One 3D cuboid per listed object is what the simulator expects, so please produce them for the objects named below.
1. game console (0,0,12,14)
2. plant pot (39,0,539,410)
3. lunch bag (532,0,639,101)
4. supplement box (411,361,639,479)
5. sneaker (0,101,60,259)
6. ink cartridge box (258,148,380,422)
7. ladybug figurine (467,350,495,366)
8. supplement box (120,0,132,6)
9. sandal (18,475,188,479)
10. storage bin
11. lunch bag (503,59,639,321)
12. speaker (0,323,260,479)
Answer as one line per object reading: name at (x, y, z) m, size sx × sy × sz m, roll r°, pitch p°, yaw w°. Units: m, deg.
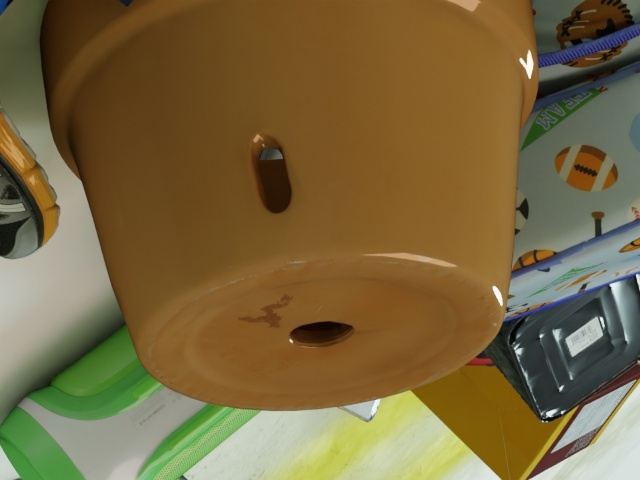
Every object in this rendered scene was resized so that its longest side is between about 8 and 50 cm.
game console at (-0.232, -0.144, 0.657) m, size 0.250 × 0.173 × 0.293 m, roll 39°, pitch 95°, yaw -24°
plant pot at (-0.009, -0.033, 0.911) m, size 0.291 × 0.203 × 0.291 m, roll -5°, pitch 153°, yaw -3°
lunch bag at (0.226, -0.203, 1.154) m, size 0.385 × 0.239 × 0.328 m, roll -36°, pitch 161°, yaw 9°
supplement box at (0.227, 0.145, 1.812) m, size 0.194 × 0.191 × 0.129 m, roll -15°, pitch 142°, yaw -51°
sneaker at (-0.208, -0.051, 0.867) m, size 0.083 × 0.084 × 0.215 m, roll -41°, pitch 147°, yaw -15°
ink cartridge box at (0.000, 0.000, 1.177) m, size 0.224 × 0.045 × 0.223 m, roll 33°, pitch 73°, yaw -50°
ladybug figurine at (0.174, 0.002, 1.516) m, size 0.305 × 0.162 × 0.449 m, roll -50°, pitch 157°, yaw 9°
supplement box at (-0.108, -0.181, 0.812) m, size 0.083 × 0.083 × 0.056 m, roll -48°, pitch 155°, yaw 5°
sandal at (-0.199, 0.227, 1.398) m, size 0.254 × 0.054 × 0.097 m, roll 16°, pitch 108°, yaw -55°
storage bin at (0.195, 0.056, 1.337) m, size 0.122 × 0.084 × 0.180 m, roll -35°, pitch 145°, yaw -4°
lunch bag at (0.198, -0.028, 1.123) m, size 0.303 × 0.115 × 0.243 m, roll -20°, pitch 166°, yaw 18°
speaker at (-0.098, 0.099, 1.246) m, size 0.296 × 0.131 × 0.131 m, roll -38°, pitch 156°, yaw -20°
